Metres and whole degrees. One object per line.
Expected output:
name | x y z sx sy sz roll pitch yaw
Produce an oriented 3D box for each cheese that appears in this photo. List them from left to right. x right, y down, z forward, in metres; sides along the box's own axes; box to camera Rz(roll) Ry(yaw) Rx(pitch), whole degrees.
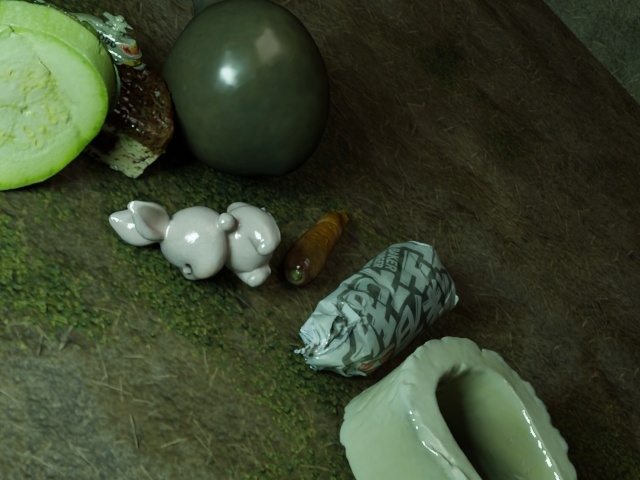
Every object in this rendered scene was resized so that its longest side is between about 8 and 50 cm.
cheese | 0.197 0.308 1.504 0.292 0.153 0.332 -8 60 -52

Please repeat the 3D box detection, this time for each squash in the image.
squash | -0.349 -0.175 1.324 0.220 0.220 0.133 28 34 -27

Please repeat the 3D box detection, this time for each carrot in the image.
carrot | 0.000 0.000 1.696 0.059 0.059 0.248 45 30 -4

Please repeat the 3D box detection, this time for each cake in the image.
cake | -0.307 -0.160 1.455 0.246 0.112 0.135 2 56 -48

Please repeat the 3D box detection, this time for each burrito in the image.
burrito | 0.081 0.108 1.629 0.139 0.101 0.445 55 31 2

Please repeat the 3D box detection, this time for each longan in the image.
longan | -0.114 -0.228 1.612 0.243 0.300 0.300 -26 72 -14

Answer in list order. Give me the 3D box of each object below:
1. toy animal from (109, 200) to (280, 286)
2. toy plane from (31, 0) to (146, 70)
toy animal | -0.166 0.006 1.460 0.212 0.124 0.124 -1 53 -24
toy plane | -0.353 -0.302 1.570 0.286 0.108 0.092 32 33 0
